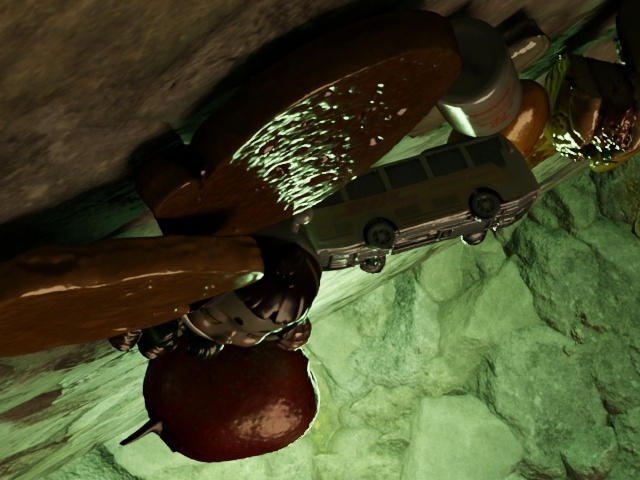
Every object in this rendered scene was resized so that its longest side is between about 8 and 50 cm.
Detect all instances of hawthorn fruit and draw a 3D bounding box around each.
[{"bbox_3d":[-0.186,0.269,2.169,0.369,0.284,0.285,-25,170,-16],"label":"hawthorn fruit"}]

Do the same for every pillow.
[{"bbox_3d":[0.187,-0.200,1.563,0.230,0.050,0.148,-31,166,18],"label":"pillow"}]

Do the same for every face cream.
[{"bbox_3d":[0.181,-0.172,1.423,0.101,0.101,0.252,-33,164,8],"label":"face cream"}]

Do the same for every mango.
[{"bbox_3d":[0.269,-0.173,1.858,0.141,0.102,0.217,1,153,-21],"label":"mango"}]

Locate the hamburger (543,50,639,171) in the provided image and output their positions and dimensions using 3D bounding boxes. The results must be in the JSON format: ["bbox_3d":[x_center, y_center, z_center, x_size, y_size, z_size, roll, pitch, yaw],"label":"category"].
[{"bbox_3d":[0.413,-0.194,1.848,0.155,0.282,0.245,10,137,-1],"label":"hamburger"}]

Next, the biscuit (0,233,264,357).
[{"bbox_3d":[-0.242,0.055,1.268,0.351,0.057,0.312,-9,168,-26],"label":"biscuit"}]

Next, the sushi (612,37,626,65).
[{"bbox_3d":[0.570,-0.335,1.929,0.241,0.107,0.161,-30,176,30],"label":"sushi"}]

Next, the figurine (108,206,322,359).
[{"bbox_3d":[-0.137,0.068,1.602,0.281,0.167,0.370,23,146,-35],"label":"figurine"}]

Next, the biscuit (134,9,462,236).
[{"bbox_3d":[-0.037,-0.106,1.240,0.350,0.070,0.394,-19,166,-39],"label":"biscuit"}]

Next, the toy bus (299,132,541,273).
[{"bbox_3d":[0.133,-0.048,1.749,0.343,0.138,0.097,-17,158,-13],"label":"toy bus"}]

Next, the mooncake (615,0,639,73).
[{"bbox_3d":[0.539,-0.327,1.725,0.275,0.135,0.275,-23,179,0],"label":"mooncake"}]

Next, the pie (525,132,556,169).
[{"bbox_3d":[0.401,-0.196,2.268,0.339,0.083,0.339,-33,171,-6],"label":"pie"}]
